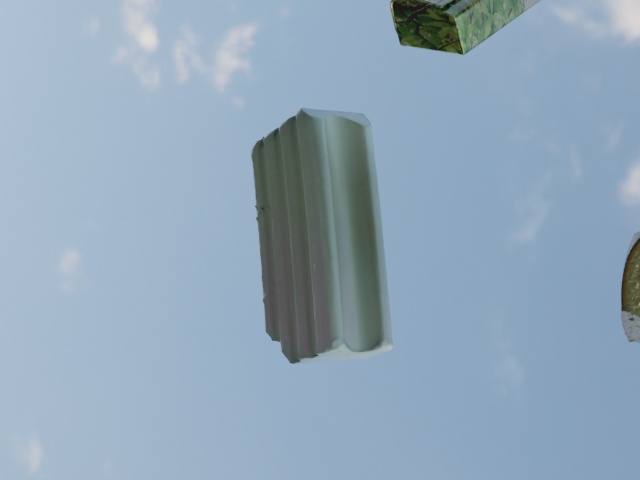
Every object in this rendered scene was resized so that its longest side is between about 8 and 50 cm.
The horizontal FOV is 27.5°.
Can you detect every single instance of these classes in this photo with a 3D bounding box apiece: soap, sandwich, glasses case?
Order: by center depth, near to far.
[{"bbox_3d":[0.377,0.063,1.399,0.094,0.258,0.096,9,-107,21],"label":"sandwich"},{"bbox_3d":[0.200,-0.290,1.402,0.095,0.272,0.062,16,-45,46],"label":"glasses case"},{"bbox_3d":[0.000,0.000,1.541,0.173,0.095,0.290,-28,-116,60],"label":"soap"}]
